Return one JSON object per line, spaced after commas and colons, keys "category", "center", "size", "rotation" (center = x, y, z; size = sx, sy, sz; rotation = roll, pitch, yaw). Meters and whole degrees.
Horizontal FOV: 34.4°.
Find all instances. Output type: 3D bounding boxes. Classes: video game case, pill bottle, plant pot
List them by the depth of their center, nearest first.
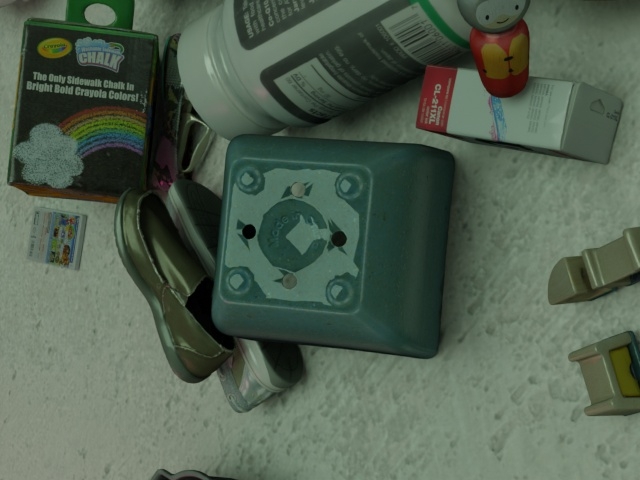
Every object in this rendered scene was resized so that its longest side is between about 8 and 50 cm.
{"category": "plant pot", "center": [0.000, 0.000, 1.122], "size": [0.247, 0.252, 0.248], "rotation": [5, 88, 14]}
{"category": "pill bottle", "center": [0.016, -0.256, 1.213], "size": [0.361, 0.204, 0.204], "rotation": [-21, 73, 33]}
{"category": "video game case", "center": [-0.418, -0.004, 1.636], "size": [0.122, 0.011, 0.087], "rotation": [9, 90, 37]}

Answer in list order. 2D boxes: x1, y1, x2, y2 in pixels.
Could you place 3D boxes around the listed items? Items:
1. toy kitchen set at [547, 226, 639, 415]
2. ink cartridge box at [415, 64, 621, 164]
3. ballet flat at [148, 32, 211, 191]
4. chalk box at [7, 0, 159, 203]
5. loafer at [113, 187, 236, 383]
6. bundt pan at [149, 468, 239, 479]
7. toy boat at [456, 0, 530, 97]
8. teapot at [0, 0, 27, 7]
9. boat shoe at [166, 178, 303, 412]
{"category": "toy kitchen set", "center": [0.348, 0.068, 1.008], "size": [0.207, 0.122, 0.166], "rotation": [-34, 65, 52]}
{"category": "ink cartridge box", "center": [0.210, -0.134, 1.101], "size": [0.175, 0.127, 0.072], "rotation": [15, 95, 37]}
{"category": "ballet flat", "center": [-0.187, -0.175, 1.449], "size": [0.079, 0.077, 0.222], "rotation": [11, 97, 19]}
{"category": "chalk box", "center": [-0.318, -0.202, 1.436], "size": [0.179, 0.180, 0.289], "rotation": [167, 110, -82]}
{"category": "loafer", "center": [-0.168, 0.046, 1.262], "size": [0.087, 0.094, 0.251], "rotation": [-23, 92, 27]}
{"category": "bundt pan", "center": [-0.136, 0.448, 1.306], "size": [0.330, 0.124, 0.331], "rotation": [-4, 84, 37]}
{"category": "toy boat", "center": [0.233, -0.292, 1.018], "size": [0.267, 0.148, 0.318], "rotation": [20, 62, 29]}
{"category": "teapot", "center": [-0.535, -0.463, 1.674], "size": [0.252, 0.187, 0.256], "rotation": [-33, 38, 10]}
{"category": "boat shoe", "center": [-0.133, 0.065, 1.351], "size": [0.103, 0.118, 0.320], "rotation": [-36, 72, 24]}
